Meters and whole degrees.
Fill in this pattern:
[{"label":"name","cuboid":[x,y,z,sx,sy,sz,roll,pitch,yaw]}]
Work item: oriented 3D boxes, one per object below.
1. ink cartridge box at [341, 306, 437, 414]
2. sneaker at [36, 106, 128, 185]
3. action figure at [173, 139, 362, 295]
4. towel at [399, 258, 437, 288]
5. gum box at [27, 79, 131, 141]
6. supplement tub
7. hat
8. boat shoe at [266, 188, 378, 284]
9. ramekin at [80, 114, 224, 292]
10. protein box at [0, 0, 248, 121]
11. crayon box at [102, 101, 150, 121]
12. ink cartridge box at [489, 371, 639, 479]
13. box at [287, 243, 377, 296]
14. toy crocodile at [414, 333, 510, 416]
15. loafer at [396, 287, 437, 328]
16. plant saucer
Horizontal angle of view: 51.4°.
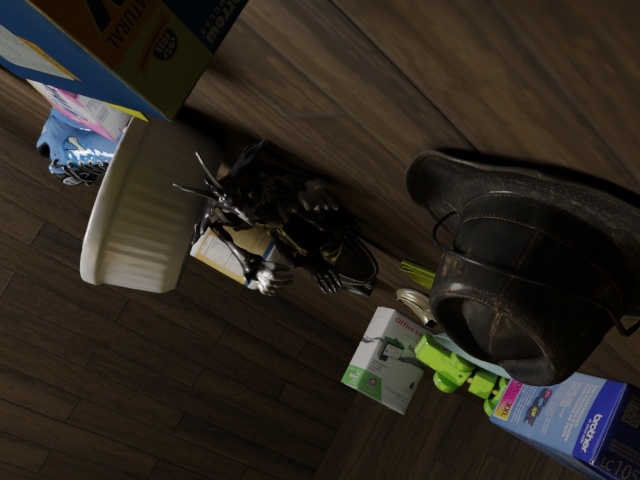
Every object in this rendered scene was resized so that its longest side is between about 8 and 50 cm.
[{"label":"ink cartridge box","cuboid":[0.178,0.297,1.669,0.160,0.219,0.092,32,167,-19]},{"label":"sneaker","cuboid":[-0.416,-0.155,1.253,0.330,0.147,0.130,22,168,34]},{"label":"action figure","cuboid":[-0.051,-0.023,0.864,0.275,0.164,0.141,25,-171,-46]},{"label":"towel","cuboid":[0.236,0.094,1.019,0.237,0.021,0.102,24,169,30]},{"label":"gum box","cuboid":[-0.359,-0.223,0.977,0.107,0.062,0.188,28,171,5]},{"label":"supplement tub","cuboid":[-0.177,-0.008,1.325,0.199,0.144,0.144,31,171,-7]},{"label":"hat","cuboid":[0.191,0.056,0.613,0.331,0.134,0.331,28,170,5]},{"label":"boat shoe","cuboid":[0.000,0.000,1.033,0.227,0.081,0.068,34,174,-10]},{"label":"ramekin","cuboid":[-0.231,-0.049,0.950,0.127,0.273,0.273,19,172,-8]},{"label":"protein box","cuboid":[-0.165,-0.188,0.357,0.201,0.136,0.200,21,167,41]},{"label":"crayon box","cuboid":[-0.315,-0.247,0.665,0.318,0.081,0.202,27,171,18]},{"label":"ink cartridge box","cuboid":[0.521,0.353,1.166,0.270,0.151,0.395,31,169,-9]},{"label":"box","cuboid":[0.003,0.050,1.406,0.184,0.045,0.190,35,170,-19]},{"label":"toy crocodile","cuboid":[0.386,0.329,1.598,0.340,0.105,0.115,28,129,10]},{"label":"loafer","cuboid":[0.200,0.133,1.240,0.148,0.050,0.056,23,169,32]},{"label":"plant saucer","cuboid":[0.337,0.236,1.419,0.195,0.037,0.195,28,171,5]}]
